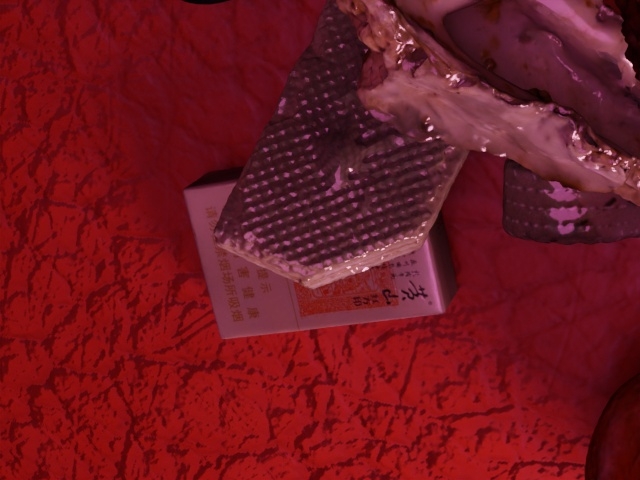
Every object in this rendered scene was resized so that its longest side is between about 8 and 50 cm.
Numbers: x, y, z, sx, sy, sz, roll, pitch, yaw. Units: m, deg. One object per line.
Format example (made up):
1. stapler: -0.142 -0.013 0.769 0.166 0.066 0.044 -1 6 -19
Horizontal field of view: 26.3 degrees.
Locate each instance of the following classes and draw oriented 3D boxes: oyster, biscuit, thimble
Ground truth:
1. oyster: 0.129 -0.123 0.955 0.341 0.110 0.166 13 71 -15
2. biscuit: 0.035 -0.080 1.032 0.150 0.052 0.252 26 83 9
3. thimble: 0.193 -0.034 1.039 0.110 0.084 0.062 3 108 19

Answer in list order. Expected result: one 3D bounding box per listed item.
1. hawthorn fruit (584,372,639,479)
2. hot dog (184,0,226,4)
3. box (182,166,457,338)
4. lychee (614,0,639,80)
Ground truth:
1. hawthorn fruit: 0.304 0.162 1.016 0.242 0.242 0.271 -7 74 19
2. hot dog: 0.036 -0.291 1.000 0.326 0.107 0.194 -6 96 29
3. box: 0.000 0.000 1.126 0.201 0.058 0.141 -7 105 19
4. lychee: 0.328 -0.168 0.862 0.276 0.304 0.275 -1 96 -15
